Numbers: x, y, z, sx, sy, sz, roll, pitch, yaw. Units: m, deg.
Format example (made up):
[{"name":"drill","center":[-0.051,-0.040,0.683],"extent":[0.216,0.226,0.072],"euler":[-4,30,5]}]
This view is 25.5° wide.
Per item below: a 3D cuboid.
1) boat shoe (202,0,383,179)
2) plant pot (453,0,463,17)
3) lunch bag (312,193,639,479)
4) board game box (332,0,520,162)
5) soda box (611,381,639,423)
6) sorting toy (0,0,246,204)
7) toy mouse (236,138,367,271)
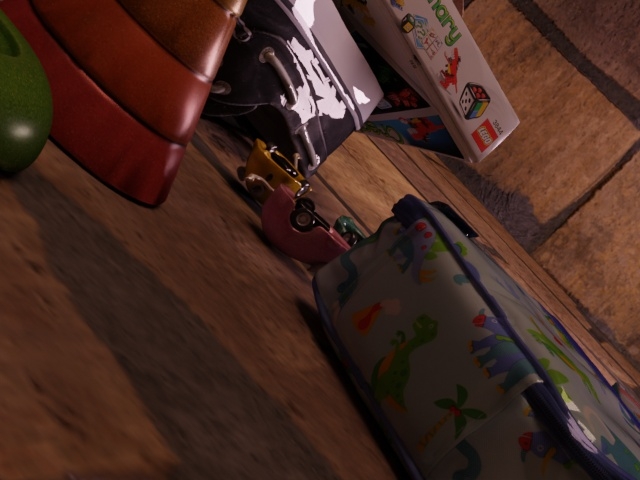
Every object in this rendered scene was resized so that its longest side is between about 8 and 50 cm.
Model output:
[{"name":"boat shoe","center":[-0.056,-0.129,0.897],"extent":[0.108,0.102,0.301],"euler":[33,-7,29]},{"name":"plant pot","center":[-0.009,-0.249,1.456],"extent":[0.230,0.215,0.215],"euler":[20,24,-41]},{"name":"lunch bag","center":[0.096,0.087,0.701],"extent":[0.176,0.090,0.219],"euler":[43,10,-38]},{"name":"board game box","center":[0.000,-0.167,1.067],"extent":[0.305,0.053,0.193],"euler":[22,-29,56]},{"name":"soda box","center":[0.226,0.157,1.073],"extent":[0.058,0.063,0.183],"euler":[46,8,6]},{"name":"sorting toy","center":[-0.103,-0.107,0.513],"extent":[0.127,0.126,0.365],"euler":[48,8,12]},{"name":"toy mouse","center":[0.000,0.000,0.822],"extent":[0.143,0.031,0.161],"euler":[48,9,13]}]
